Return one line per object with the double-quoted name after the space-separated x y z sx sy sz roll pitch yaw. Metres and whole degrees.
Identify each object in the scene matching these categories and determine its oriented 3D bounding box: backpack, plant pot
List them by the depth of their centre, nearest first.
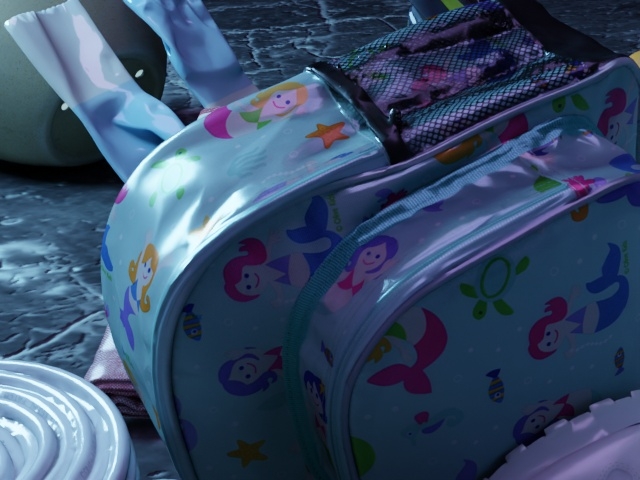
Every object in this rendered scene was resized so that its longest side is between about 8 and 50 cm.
0.035 0.031 0.659 0.254 0.225 0.191 -19 37 -11 "backpack"
-0.253 -0.177 1.329 0.284 0.284 0.191 -21 56 -38 "plant pot"

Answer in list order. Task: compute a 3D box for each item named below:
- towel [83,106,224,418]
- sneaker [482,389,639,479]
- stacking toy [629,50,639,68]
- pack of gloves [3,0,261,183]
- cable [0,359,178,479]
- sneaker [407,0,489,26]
0.000 0.000 0.929 0.237 0.037 0.329 -1 34 10 "towel"
0.169 0.119 0.606 0.235 0.090 0.095 -16 45 -12 "sneaker"
0.266 -0.059 0.831 0.302 0.165 0.175 -17 14 30 "stacking toy"
-0.121 -0.133 1.207 0.195 0.232 0.046 -32 -8 -42 "pack of gloves"
-0.198 0.138 0.615 0.257 0.089 0.257 -1 20 11 "cable"
0.098 -0.119 1.099 0.121 0.300 0.111 -22 57 8 "sneaker"
